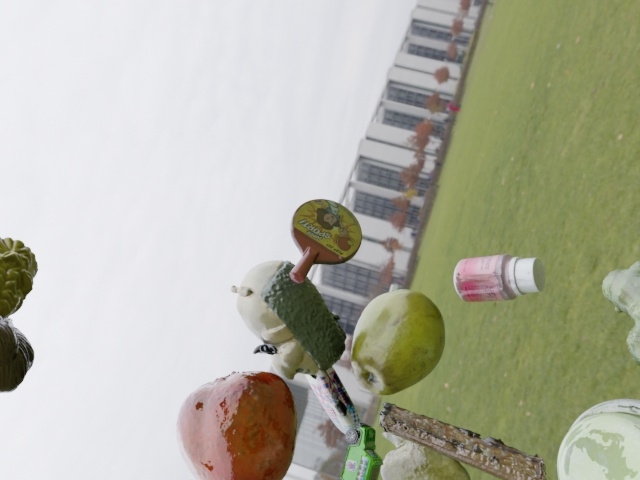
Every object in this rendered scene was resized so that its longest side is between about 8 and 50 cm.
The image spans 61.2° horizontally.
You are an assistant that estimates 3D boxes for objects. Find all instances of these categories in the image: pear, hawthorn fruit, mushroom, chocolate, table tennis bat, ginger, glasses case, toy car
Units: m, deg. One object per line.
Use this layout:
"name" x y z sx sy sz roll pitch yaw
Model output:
"pear" 0.216 0.281 1.521 0.307 0.253 0.252 -44 -26 -35
"hawthorn fruit" -0.180 0.463 1.216 0.287 0.287 0.330 78 180 -71
"mushroom" 0.310 0.713 1.680 0.212 0.292 0.217 -34 -10 -17
"chocolate" 0.268 0.403 1.060 0.102 0.329 0.065 10 -84 -72
"table tennis bat" 0.000 0.000 1.422 0.310 0.200 0.038 -58 -2 -45
"ginger" 0.600 0.155 0.988 0.137 0.089 0.289 79 -176 -48
"glasses case" 0.026 0.465 1.690 0.076 0.327 0.125 -30 3 -24
"toy car" 0.065 0.399 0.922 0.071 0.063 0.165 42 -119 -59

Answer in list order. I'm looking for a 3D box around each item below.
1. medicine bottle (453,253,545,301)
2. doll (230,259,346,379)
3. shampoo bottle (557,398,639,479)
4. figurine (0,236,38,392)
"medicine bottle" 0.541 0.114 1.643 0.147 0.247 0.147 11 -105 -48
"doll" -0.085 0.223 1.463 0.247 0.349 0.247 -40 13 11
"shampoo bottle" 0.711 0.516 1.191 0.322 0.317 0.322 -21 63 49
"figurine" -0.547 0.133 0.881 0.187 0.315 0.168 26 -77 -44
